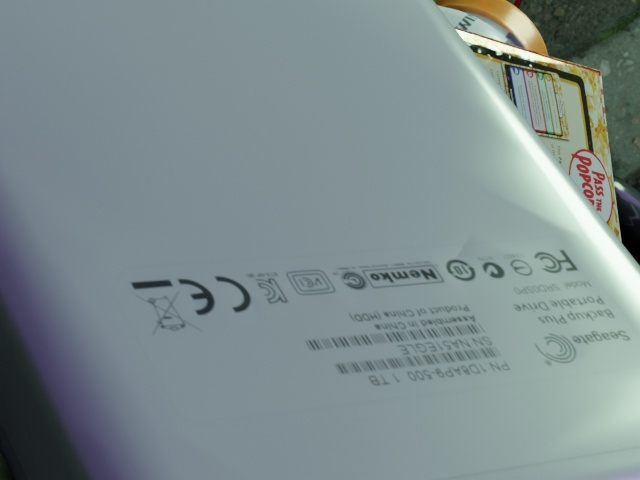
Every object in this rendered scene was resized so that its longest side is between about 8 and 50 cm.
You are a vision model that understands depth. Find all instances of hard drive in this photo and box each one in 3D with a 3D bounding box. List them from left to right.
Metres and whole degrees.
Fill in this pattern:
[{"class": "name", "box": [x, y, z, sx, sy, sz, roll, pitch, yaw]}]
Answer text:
[{"class": "hard drive", "box": [-0.024, -0.020, 0.584, 0.233, 0.047, 0.353, -4, 46, -35]}]

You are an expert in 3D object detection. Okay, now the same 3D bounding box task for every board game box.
[{"class": "board game box", "box": [0.082, -0.029, 0.918, 0.193, 0.045, 0.146, 10, 70, -47]}]

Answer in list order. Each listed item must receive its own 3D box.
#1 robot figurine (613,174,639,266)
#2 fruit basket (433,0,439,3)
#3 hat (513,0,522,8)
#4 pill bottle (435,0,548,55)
[{"class": "robot figurine", "box": [0.168, 0.085, 1.233, 0.278, 0.173, 0.209, 35, 46, -25]}, {"class": "fruit basket", "box": [0.025, -0.172, 1.272, 0.327, 0.165, 0.353, -111, -156, -56]}, {"class": "hat", "box": [0.138, -0.112, 1.327, 0.173, 0.183, 0.208, 11, 4, -28]}, {"class": "pill bottle", "box": [0.046, -0.048, 1.020, 0.130, 0.130, 0.245, 56, 43, -17]}]
